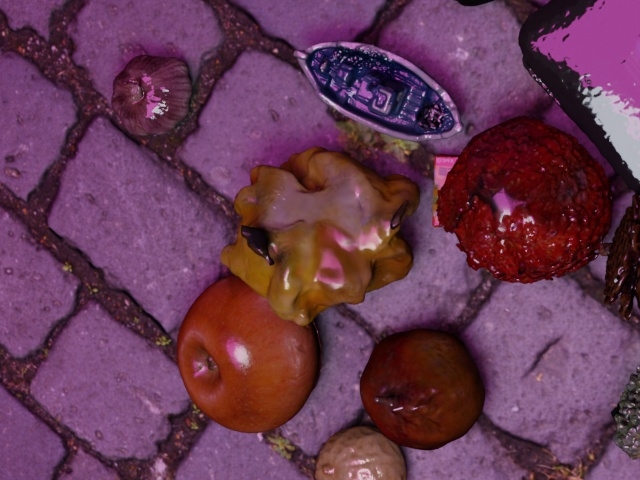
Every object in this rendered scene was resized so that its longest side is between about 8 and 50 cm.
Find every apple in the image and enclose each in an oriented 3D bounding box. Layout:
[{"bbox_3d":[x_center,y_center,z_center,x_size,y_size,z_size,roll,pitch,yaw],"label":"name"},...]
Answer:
[{"bbox_3d":[-0.132,0.196,1.805,0.252,0.206,0.271,20,116,28],"label":"apple"}]

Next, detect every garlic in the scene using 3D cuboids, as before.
[{"bbox_3d":[-0.305,-0.258,1.862,0.159,0.102,0.147,-23,91,22],"label":"garlic"}]

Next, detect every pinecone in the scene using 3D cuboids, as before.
[{"bbox_3d":[0.514,0.033,1.552,0.208,0.208,0.207,3,99,19],"label":"pinecone"}]

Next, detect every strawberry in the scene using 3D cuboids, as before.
[{"bbox_3d":[0.308,-0.051,1.600,0.274,0.220,0.274,4,107,13],"label":"strawberry"}]

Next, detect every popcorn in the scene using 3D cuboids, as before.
[{"bbox_3d":[0.000,0.000,1.720,0.316,0.281,0.297,16,72,3],"label":"popcorn"}]

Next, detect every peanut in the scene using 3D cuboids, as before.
[{"bbox_3d":[0.068,0.395,1.818,0.159,0.109,0.140,-14,65,10],"label":"peanut"}]

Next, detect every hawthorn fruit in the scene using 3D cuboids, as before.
[{"bbox_3d":[0.151,0.247,1.697,0.208,0.248,0.208,3,97,26],"label":"hawthorn fruit"}]

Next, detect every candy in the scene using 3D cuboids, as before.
[{"bbox_3d":[0.221,-0.082,1.735,0.062,0.038,0.121,4,99,19],"label":"candy"}]

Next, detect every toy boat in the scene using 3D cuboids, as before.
[{"bbox_3d":[0.095,-0.245,1.701,0.309,0.142,0.129,27,108,13],"label":"toy boat"}]

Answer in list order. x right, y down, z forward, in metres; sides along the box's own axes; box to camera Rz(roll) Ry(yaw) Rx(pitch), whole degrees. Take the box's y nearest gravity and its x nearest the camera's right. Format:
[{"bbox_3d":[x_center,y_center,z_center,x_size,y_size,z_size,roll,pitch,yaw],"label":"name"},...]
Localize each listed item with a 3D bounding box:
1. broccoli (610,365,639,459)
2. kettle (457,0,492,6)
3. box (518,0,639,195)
[{"bbox_3d":[0.592,0.243,1.547,0.288,0.248,0.245,-42,88,26],"label":"broccoli"},{"bbox_3d":[0.239,-0.520,1.604,0.207,0.251,0.271,-25,83,-7],"label":"kettle"},{"bbox_3d":[0.524,-0.282,1.572,0.350,0.091,0.359,-42,84,21],"label":"box"}]
